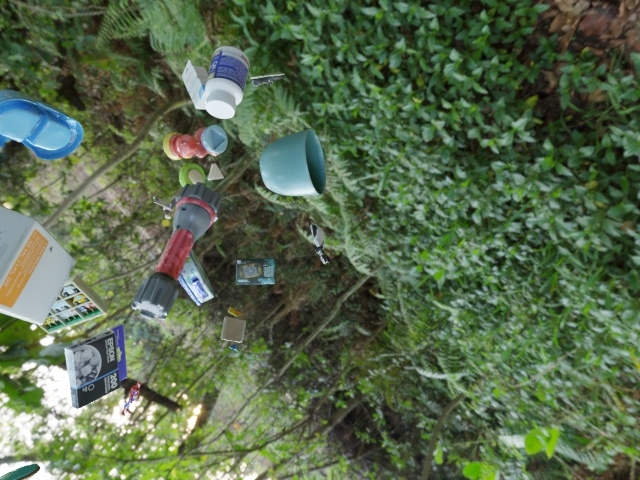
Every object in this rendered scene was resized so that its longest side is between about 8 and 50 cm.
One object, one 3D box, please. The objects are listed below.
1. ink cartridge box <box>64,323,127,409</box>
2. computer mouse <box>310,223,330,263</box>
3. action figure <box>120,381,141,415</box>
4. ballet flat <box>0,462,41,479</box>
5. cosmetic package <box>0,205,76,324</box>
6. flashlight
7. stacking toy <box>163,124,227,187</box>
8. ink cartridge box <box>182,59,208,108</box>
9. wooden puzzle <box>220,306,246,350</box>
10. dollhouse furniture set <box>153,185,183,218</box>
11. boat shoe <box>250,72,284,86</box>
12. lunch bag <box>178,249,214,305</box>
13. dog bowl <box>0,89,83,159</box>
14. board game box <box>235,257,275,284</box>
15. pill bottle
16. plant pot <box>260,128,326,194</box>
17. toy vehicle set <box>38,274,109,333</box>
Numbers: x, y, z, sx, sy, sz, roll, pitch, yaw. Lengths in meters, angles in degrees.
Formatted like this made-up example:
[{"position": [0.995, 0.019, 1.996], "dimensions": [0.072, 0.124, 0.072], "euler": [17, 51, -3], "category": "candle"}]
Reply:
[{"position": [-0.705, 0.401, 1.486], "dimensions": [0.045, 0.208, 0.206], "euler": [9, 107, 28], "category": "ink cartridge box"}, {"position": [0.000, 0.000, 1.824], "dimensions": [0.193, 0.042, 0.106], "euler": [-104, -13, -45], "category": "computer mouse"}, {"position": [-0.580, 0.487, 1.427], "dimensions": [0.030, 0.115, 0.038], "euler": [26, -170, 18], "category": "action figure"}, {"position": [-0.868, 0.672, 1.243], "dimensions": [0.073, 0.206, 0.067], "euler": [2, 100, 59], "category": "ballet flat"}, {"position": [-0.836, 0.078, 1.248], "dimensions": [0.161, 0.230, 0.453], "euler": [22, 160, -10], "category": "cosmetic package"}, {"position": [-0.305, 0.016, 0.999], "dimensions": [0.103, 0.304, 0.103], "euler": [-1, 143, 22], "category": "flashlight"}, {"position": [-0.532, -0.381, 2.118], "dimensions": [0.130, 0.309, 0.280], "euler": [2, 114, 37], "category": "stacking toy"}, {"position": [-0.511, -0.656, 1.939], "dimensions": [0.104, 0.060, 0.180], "euler": [-43, 67, 44], "category": "ink cartridge box"}, {"position": [-0.259, 0.264, 1.372], "dimensions": [0.078, 0.116, 0.014], "euler": [27, 156, -33], "category": "wooden puzzle"}, {"position": [-0.582, -0.158, 1.763], "dimensions": [0.081, 0.114, 0.091], "euler": [23, 135, -1], "category": "dollhouse furniture set"}, {"position": [-0.203, -0.625, 1.792], "dimensions": [0.049, 0.132, 0.042], "euler": [-105, 5, -63], "category": "boat shoe"}, {"position": [-0.482, 0.128, 1.728], "dimensions": [0.176, 0.090, 0.219], "euler": [52, 165, 37], "category": "lunch bag"}, {"position": [-0.867, -0.347, 1.386], "dimensions": [0.074, 0.166, 0.297], "euler": [46, -170, 18], "category": "dog bowl"}, {"position": [-0.311, 0.148, 2.214], "dimensions": [0.026, 0.186, 0.126], "euler": [-133, 42, -82], "category": "board game box"}, {"position": [-0.276, -0.459, 1.351], "dimensions": [0.111, 0.187, 0.112], "euler": [6, 158, 2], "category": "pill bottle"}, {"position": [-0.129, -0.332, 2.055], "dimensions": [0.235, 0.293, 0.293], "euler": [-6, 141, 16], "category": "plant pot"}, {"position": [-0.885, 0.222, 1.581], "dimensions": [0.035, 0.266, 0.166], "euler": [-88, -27, -52], "category": "toy vehicle set"}]
